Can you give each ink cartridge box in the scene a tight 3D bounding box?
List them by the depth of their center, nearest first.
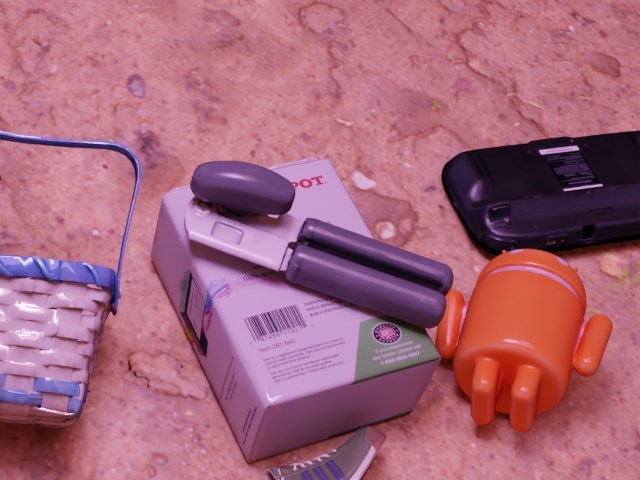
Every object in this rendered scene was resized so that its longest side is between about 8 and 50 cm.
[{"bbox_3d":[-0.033,0.066,1.618,0.201,0.117,0.278,-14,57,-25],"label":"ink cartridge box"}]

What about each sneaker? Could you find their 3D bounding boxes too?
[{"bbox_3d":[-0.013,0.240,1.517,0.086,0.064,0.192,33,54,5],"label":"sneaker"}]

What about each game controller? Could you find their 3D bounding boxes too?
[{"bbox_3d":[0.308,-0.061,1.864,0.319,0.067,0.166,-7,40,-21],"label":"game controller"}]

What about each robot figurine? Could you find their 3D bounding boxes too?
[{"bbox_3d":[0.214,0.098,1.656,0.128,0.158,0.219,45,45,-25],"label":"robot figurine"}]

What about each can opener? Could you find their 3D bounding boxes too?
[{"bbox_3d":[0.000,0.000,1.539,0.284,0.095,0.076,19,50,0],"label":"can opener"}]

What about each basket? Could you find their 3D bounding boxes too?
[{"bbox_3d":[-0.316,0.029,1.493,0.255,0.201,0.288,8,82,-10],"label":"basket"}]
